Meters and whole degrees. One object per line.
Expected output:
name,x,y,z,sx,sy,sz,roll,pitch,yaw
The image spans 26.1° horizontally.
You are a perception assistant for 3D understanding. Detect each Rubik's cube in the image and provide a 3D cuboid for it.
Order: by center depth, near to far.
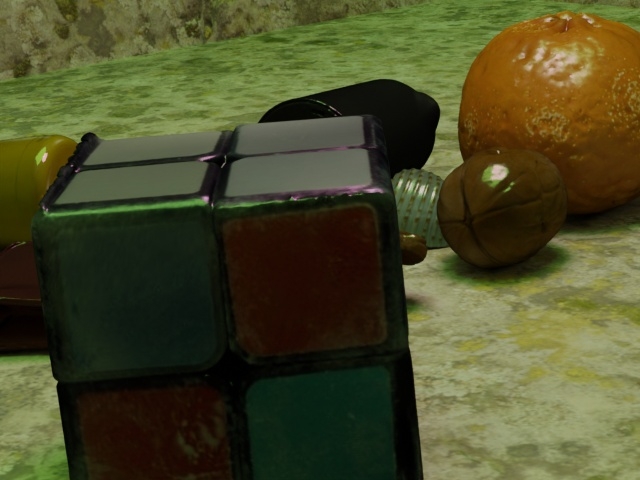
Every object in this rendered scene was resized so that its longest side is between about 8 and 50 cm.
Rubik's cube,-0.076,0.067,1.308,0.313,0.318,0.316,-5,18,1

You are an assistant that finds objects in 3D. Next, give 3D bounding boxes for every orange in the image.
orange,0.370,-0.194,2.082,0.341,0.293,0.340,-5,15,1

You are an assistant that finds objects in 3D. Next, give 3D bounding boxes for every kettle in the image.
kettle,0.033,-0.127,2.219,0.203,0.262,0.308,39,28,13

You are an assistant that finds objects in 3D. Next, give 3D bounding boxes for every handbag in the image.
handbag,-0.316,0.069,1.787,0.276,0.084,0.260,-1,15,11

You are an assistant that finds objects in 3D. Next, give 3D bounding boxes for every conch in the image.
conch,0.141,-0.048,2.012,0.153,0.102,0.135,5,34,29

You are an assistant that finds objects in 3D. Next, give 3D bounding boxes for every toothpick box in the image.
toothpick box,-0.500,-0.070,2.130,0.271,0.175,0.175,-2,17,21

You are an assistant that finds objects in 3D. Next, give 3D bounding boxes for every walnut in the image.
walnut,0.247,-0.047,1.869,0.167,0.167,0.207,7,19,34

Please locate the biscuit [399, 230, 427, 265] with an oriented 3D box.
biscuit,0.000,0.000,1.781,0.290,0.041,0.208,1,-20,21
